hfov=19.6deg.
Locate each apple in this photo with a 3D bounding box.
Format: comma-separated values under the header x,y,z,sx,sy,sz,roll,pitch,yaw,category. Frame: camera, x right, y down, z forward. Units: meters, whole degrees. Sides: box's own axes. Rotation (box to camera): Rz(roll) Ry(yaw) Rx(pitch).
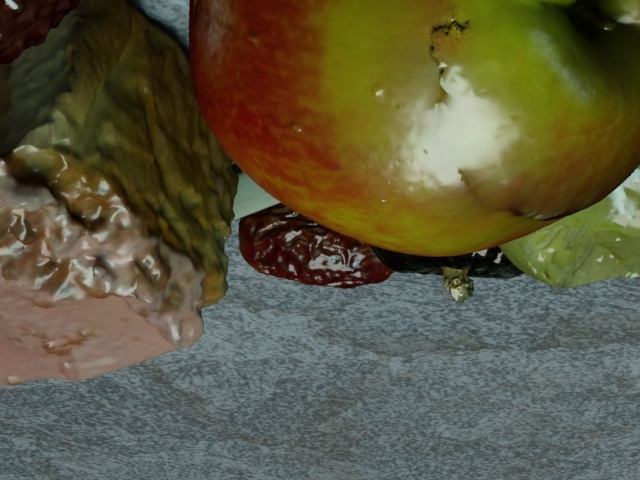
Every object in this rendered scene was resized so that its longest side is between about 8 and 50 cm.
x,y,z,sx,sy,sz,roll,pitch,yaw,category
0.258,-0.088,1.586,0.279,0.279,0.279,2,155,1,apple

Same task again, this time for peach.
x,y,z,sx,sy,sz,roll,pitch,yaw,category
0.079,-0.167,1.353,0.370,0.370,0.370,2,155,1,peach

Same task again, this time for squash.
x,y,z,sx,sy,sz,roll,pitch,yaw,category
0.138,-0.027,1.854,0.193,0.156,0.193,24,166,6,squash

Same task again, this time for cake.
x,y,z,sx,sy,sz,roll,pitch,yaw,category
-0.267,-0.046,1.678,0.307,0.293,0.314,-13,145,23,cake

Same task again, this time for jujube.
x,y,z,sx,sy,sz,roll,pitch,yaw,category
0.000,0.000,1.970,0.176,0.109,0.112,3,151,7,jujube

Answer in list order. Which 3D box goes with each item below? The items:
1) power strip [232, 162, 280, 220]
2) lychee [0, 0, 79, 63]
x,y,z,sx,sy,sz,roll,pitch,yaw,category
-0.015,-0.078,1.804,0.270,0.118,0.046,-20,103,39,power strip
-0.274,-0.246,1.268,0.275,0.276,0.304,9,149,-15,lychee
